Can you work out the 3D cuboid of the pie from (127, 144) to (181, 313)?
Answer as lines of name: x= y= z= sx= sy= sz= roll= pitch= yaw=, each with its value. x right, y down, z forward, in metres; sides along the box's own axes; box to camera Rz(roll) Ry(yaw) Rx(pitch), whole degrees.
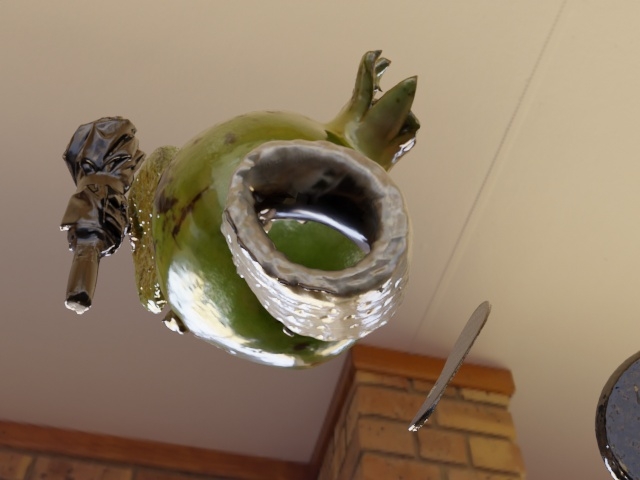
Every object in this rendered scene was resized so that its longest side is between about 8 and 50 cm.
pie: x=-0.257 y=-0.018 z=1.415 sx=0.078 sy=0.277 sz=0.277 roll=2 pitch=-51 yaw=-28

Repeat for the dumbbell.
dumbbell: x=0.458 y=0.262 z=1.029 sx=0.203 sy=0.204 sz=0.322 roll=-22 pitch=-34 yaw=16

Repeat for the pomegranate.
pomegranate: x=-0.024 y=-0.032 z=0.837 sx=0.260 sy=0.260 sz=0.341 roll=31 pitch=-82 yaw=-20

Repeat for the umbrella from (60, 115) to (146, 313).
umbrella: x=-0.304 y=-0.044 z=1.163 sx=0.118 sy=0.340 sz=0.118 roll=-1 pitch=-43 yaw=-1

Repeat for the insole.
insole: x=0.210 y=0.191 z=1.359 sx=0.012 sy=0.309 sz=0.110 roll=39 pitch=-43 yaw=3

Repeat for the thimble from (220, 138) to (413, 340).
thimble: x=0.000 y=0.000 z=0.519 sx=0.115 sy=0.102 sz=0.090 roll=16 pitch=-21 yaw=11
